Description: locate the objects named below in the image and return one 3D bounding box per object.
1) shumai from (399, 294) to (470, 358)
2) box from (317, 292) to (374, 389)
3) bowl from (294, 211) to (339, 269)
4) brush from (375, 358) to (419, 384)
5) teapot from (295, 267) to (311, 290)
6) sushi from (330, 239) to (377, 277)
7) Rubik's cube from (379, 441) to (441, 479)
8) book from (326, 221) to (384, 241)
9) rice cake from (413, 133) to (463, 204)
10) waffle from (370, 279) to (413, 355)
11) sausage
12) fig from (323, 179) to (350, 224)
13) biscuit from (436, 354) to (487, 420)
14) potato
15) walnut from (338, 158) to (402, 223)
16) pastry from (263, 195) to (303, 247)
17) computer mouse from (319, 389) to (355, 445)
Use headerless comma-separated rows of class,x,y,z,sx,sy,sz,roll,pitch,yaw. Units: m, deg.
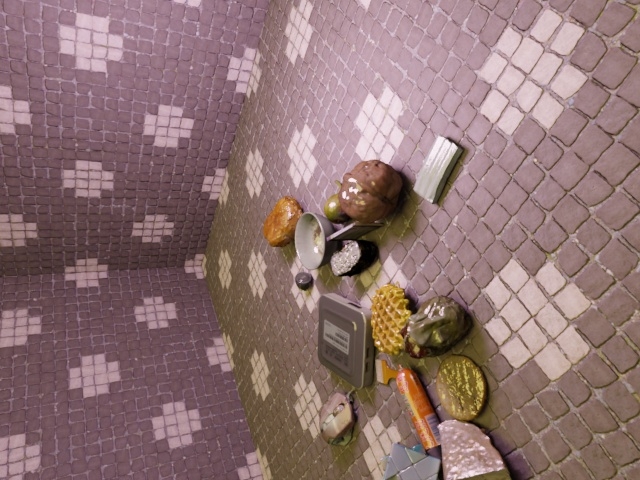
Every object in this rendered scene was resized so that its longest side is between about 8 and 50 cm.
shumai,0.368,0.306,1.553,0.189,0.218,0.256,57,141,33
box,0.109,0.464,2.094,0.367,0.090,0.374,16,107,56
bowl,0.000,0.000,2.222,0.289,0.146,0.290,7,99,58
brush,0.313,0.554,1.848,0.272,0.013,0.103,-14,80,58
teapot,-0.088,0.225,2.468,0.091,0.124,0.091,16,130,17
sushi,0.152,0.083,1.985,0.225,0.127,0.124,-41,56,43
Rubik's cube,0.341,0.859,1.632,0.213,0.264,0.225,70,-142,-62
book,0.149,-0.039,1.953,0.231,0.157,0.026,-30,64,56
rice cake,0.415,-0.253,1.601,0.127,0.043,0.237,54,135,45
waffle,0.276,0.308,1.783,0.329,0.062,0.330,-175,90,-75
sausage,0.365,0.613,1.674,0.093,0.092,0.313,-56,48,45
fig,0.090,-0.197,2.118,0.149,0.149,0.246,-41,37,53
biscuit,0.478,0.502,1.529,0.219,0.033,0.220,-17,69,54
potato,0.511,0.731,1.446,0.190,0.210,0.264,57,-162,-16
walnut,0.195,-0.198,1.801,0.273,0.226,0.274,178,90,-65
pastry,-0.197,-0.101,2.535,0.311,0.161,0.255,-49,40,36
computer mouse,0.076,0.871,2.173,0.200,0.114,0.390,52,135,41
